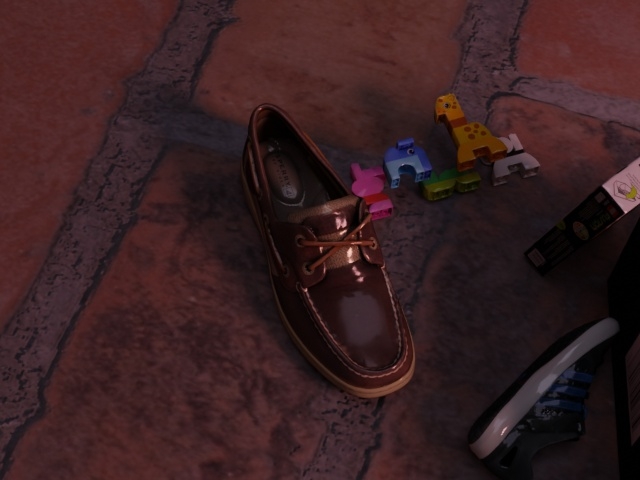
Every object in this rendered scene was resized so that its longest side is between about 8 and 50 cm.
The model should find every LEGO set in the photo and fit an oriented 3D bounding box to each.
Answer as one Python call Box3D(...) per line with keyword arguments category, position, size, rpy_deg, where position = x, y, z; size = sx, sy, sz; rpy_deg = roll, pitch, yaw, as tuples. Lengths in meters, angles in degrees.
Box3D(category="LEGO set", position=(0.132, -0.105, 1.148), size=(0.227, 0.087, 0.093), rpy_deg=(-15, 62, -10))

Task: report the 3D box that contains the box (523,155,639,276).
Box3D(category="box", position=(0.294, -0.035, 1.039), size=(0.114, 0.207, 0.036), rpy_deg=(-34, 80, -18))

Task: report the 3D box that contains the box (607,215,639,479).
Box3D(category="box", position=(0.452, 0.157, 0.950), size=(0.312, 0.179, 0.343), rpy_deg=(4, 61, 3))

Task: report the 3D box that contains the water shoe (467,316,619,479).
Box3D(category="water shoe", position=(0.237, 0.161, 1.019), size=(0.203, 0.073, 0.080), rpy_deg=(-40, 87, -14))

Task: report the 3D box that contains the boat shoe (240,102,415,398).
Box3D(category="boat shoe", position=(0.000, 0.000, 1.065), size=(0.123, 0.123, 0.342), rpy_deg=(-17, 62, -10))
